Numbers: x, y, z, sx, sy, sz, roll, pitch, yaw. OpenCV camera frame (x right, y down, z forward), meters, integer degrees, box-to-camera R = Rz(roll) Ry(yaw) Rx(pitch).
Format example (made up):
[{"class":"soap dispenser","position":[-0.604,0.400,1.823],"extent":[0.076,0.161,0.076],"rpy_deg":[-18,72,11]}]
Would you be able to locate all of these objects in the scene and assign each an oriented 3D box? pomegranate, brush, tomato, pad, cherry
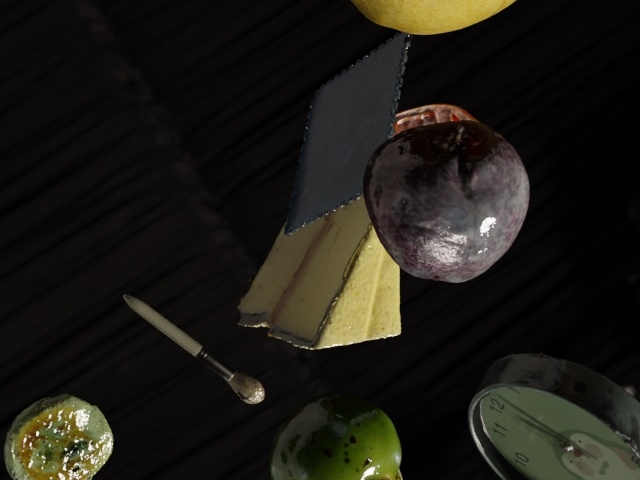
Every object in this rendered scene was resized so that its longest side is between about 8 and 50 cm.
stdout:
[{"class":"pomegranate","position":[0.041,0.310,1.719],"extent":[0.225,0.187,0.187],"rpy_deg":[36,-11,29]},{"class":"brush","position":[-0.220,0.186,2.211],"extent":[0.299,0.042,0.039],"rpy_deg":[36,4,-4]},{"class":"tomato","position":[0.186,-0.118,2.226],"extent":[0.236,0.237,0.095],"rpy_deg":[58,-9,4]},{"class":"pad","position":[0.037,-0.156,1.894],"extent":[0.012,0.270,0.269],"rpy_deg":[24,61,-26]},{"class":"cherry","position":[0.143,-0.043,1.491],"extent":[0.195,0.195,0.195],"rpy_deg":[58,0,0]}]

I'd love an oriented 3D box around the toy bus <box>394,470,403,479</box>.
[{"class":"toy bus","position":[0.082,0.371,1.852],"extent":[0.074,0.081,0.226],"rpy_deg":[51,12,-42]}]

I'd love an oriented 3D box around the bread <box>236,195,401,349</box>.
[{"class":"bread","position":[0.000,0.000,2.407],"extent":[0.346,0.242,0.404],"rpy_deg":[-8,-99,59]}]

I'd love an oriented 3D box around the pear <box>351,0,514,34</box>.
[{"class":"pear","position":[0.136,-0.399,1.498],"extent":[0.314,0.314,0.314],"rpy_deg":[58,0,0]}]

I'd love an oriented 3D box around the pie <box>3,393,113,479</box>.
[{"class":"pie","position":[-0.445,0.351,2.196],"extent":[0.187,0.187,0.041],"rpy_deg":[58,-14,-24]}]

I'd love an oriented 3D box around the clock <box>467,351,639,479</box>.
[{"class":"clock","position":[0.364,0.302,1.901],"extent":[0.319,0.066,0.319],"rpy_deg":[28,-35,22]}]
